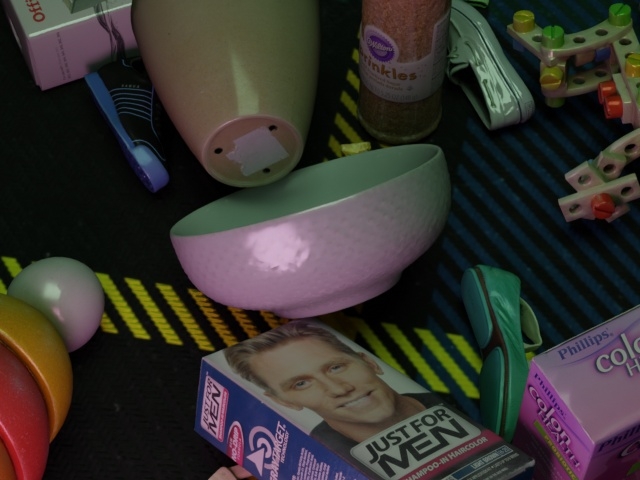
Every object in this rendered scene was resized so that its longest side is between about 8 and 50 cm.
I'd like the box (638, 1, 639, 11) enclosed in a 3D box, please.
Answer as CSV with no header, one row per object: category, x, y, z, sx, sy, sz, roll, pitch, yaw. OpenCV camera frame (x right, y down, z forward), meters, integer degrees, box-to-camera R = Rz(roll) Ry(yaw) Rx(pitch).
box,0.611,-0.311,1.855,0.215,0.168,0.345,-10,40,-14

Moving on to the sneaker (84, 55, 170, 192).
sneaker,-0.241,-0.166,1.874,0.090,0.081,0.232,-27,57,-9

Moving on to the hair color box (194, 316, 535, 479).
hair color box,0.040,0.220,1.499,0.174,0.105,0.347,-20,38,-42

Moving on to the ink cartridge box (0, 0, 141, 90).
ink cartridge box,-0.313,-0.357,1.992,0.273,0.115,0.198,-20,56,-13

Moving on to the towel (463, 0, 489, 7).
towel,0.207,-0.415,2.083,0.113,0.023,0.152,7,55,7

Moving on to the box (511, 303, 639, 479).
box,0.335,0.189,1.510,0.213,0.243,0.117,-23,57,-16

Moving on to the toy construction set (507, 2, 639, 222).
toy construction set,0.373,-0.181,1.803,0.215,0.151,0.327,-6,57,1

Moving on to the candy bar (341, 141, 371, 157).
candy bar,0.059,-0.067,1.837,0.040,0.018,0.161,-7,54,-4

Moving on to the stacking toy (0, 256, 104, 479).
stacking toy,-0.401,0.173,1.550,0.351,0.350,0.480,19,38,14

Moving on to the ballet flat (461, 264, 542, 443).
ballet flat,0.230,0.136,1.653,0.087,0.083,0.247,4,55,-14

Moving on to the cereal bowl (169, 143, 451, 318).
cereal bowl,0.000,0.000,1.653,0.339,0.141,0.339,-16,12,3

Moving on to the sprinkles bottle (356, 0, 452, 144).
sprinkles bottle,0.109,-0.278,1.780,0.121,0.355,0.121,0,54,0

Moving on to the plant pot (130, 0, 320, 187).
plant pot,-0.104,-0.209,1.780,0.256,0.256,0.274,-9,49,-5

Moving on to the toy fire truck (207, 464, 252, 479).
toy fire truck,-0.092,0.301,1.556,0.192,0.047,0.135,-4,54,-2

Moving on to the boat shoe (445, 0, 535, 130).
boat shoe,0.210,-0.248,1.925,0.076,0.083,0.226,-23,58,-16
